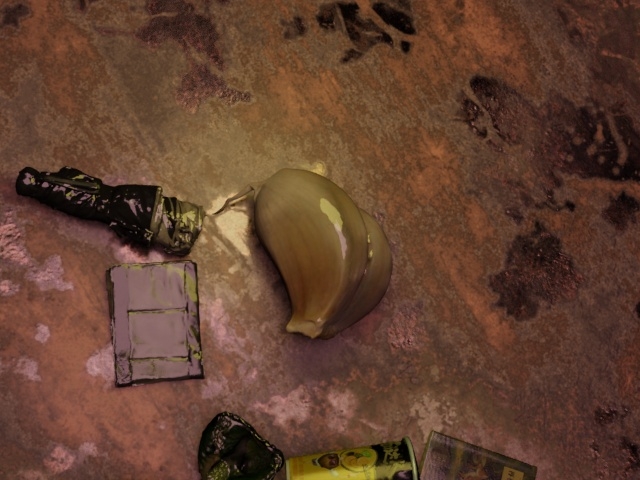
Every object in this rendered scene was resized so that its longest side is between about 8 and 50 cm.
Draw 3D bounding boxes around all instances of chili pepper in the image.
[{"bbox_3d":[-0.146,0.442,1.765,0.116,0.148,0.264,1,75,-38],"label":"chili pepper"}]

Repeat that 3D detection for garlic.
[{"bbox_3d":[0.000,0.000,1.876,0.246,0.231,0.340,-45,68,27],"label":"garlic"}]

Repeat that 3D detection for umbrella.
[{"bbox_3d":[-0.396,-0.065,1.827,0.358,0.106,0.113,17,79,-7],"label":"umbrella"}]

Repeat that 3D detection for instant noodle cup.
[{"bbox_3d":[0.055,0.466,1.769,0.236,0.215,0.215,-2,79,-2],"label":"instant noodle cup"}]

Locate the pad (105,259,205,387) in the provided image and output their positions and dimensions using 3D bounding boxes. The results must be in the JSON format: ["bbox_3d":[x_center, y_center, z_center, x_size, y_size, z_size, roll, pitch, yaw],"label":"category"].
[{"bbox_3d":[-0.311,0.154,1.843,0.174,0.022,0.233,-5,81,-13],"label":"pad"}]

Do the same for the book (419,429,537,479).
[{"bbox_3d":[0.298,0.481,1.890,0.228,0.024,0.160,21,73,-5],"label":"book"}]
